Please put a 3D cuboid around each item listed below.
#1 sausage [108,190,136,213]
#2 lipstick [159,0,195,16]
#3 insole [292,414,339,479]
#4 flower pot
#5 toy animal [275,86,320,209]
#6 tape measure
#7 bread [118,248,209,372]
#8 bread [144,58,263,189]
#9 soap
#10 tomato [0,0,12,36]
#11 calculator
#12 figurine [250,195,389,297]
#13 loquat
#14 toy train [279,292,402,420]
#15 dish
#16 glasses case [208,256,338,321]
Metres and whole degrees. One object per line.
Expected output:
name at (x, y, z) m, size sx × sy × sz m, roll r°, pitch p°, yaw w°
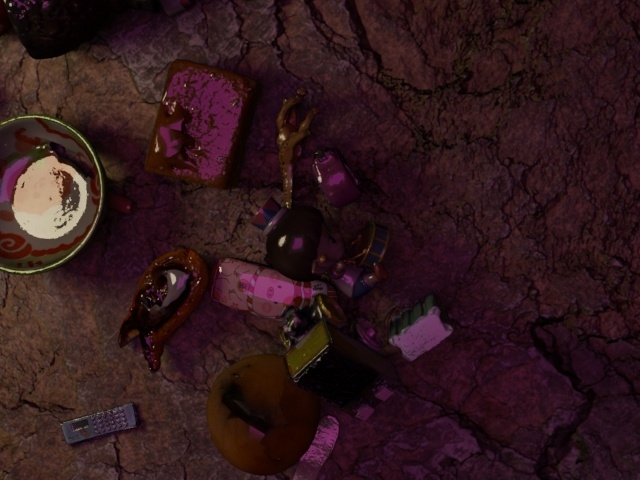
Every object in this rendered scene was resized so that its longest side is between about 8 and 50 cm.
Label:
sausage at (-0.423, -0.080, 1.915) m, size 0.083 × 0.034 × 0.034 m, roll 21°, pitch 96°, yaw 6°
lipstick at (-0.230, -0.512, 1.840) m, size 0.186 × 0.057 × 0.063 m, roll -20°, pitch 93°, yaw 17°
insole at (-0.014, 0.449, 1.918) m, size 0.063 × 0.010 × 0.192 m, roll 23°, pitch 96°, yaw 4°
flower pot at (-0.462, -0.504, 1.788) m, size 0.267 × 0.266 × 0.266 m, roll -13°, pitch 92°, yaw -3°
toy animal at (-0.055, -0.168, 1.838) m, size 0.054 × 0.149 × 0.275 m, roll -5°, pitch 126°, yaw -31°
tape measure at (0.031, -0.128, 1.820) m, size 0.074 × 0.118 × 0.125 m, roll -31°, pitch 94°, yaw 9°
bread at (-0.318, 0.131, 1.893) m, size 0.139 × 0.095 × 0.269 m, roll 39°, pitch 112°, yaw 26°
bread at (-0.235, -0.230, 1.845) m, size 0.184 × 0.110 × 0.234 m, roll 15°, pitch 95°, yaw 5°
soap at (0.191, 0.164, 1.780) m, size 0.114 × 0.198 × 0.063 m, roll -36°, pitch 92°, yaw 8°
tomato at (-0.658, -0.505, 1.842) m, size 0.101 × 0.228 × 0.228 m, roll -8°, pitch 93°, yaw -22°
calculator at (-0.467, 0.391, 1.963) m, size 0.172 × 0.018 × 0.057 m, roll -16°, pitch 91°, yaw 9°
figurine at (-0.004, 0.009, 1.789) m, size 0.275 × 0.161 × 0.158 m, roll 18°, pitch 103°, yaw -16°
loquat at (-0.111, 0.337, 1.813) m, size 0.235 × 0.235 × 0.235 m, roll 0°, pitch 94°, yaw 7°
toy train at (0.033, 0.219, 1.781) m, size 0.261 × 0.177 × 0.134 m, roll 34°, pitch 110°, yaw -33°
dish at (-0.568, -0.087, 1.888) m, size 0.324 × 0.124 × 0.324 m, roll -1°, pitch 85°, yaw 10°
glasses case at (-0.096, 0.106, 1.874) m, size 0.266 × 0.067 × 0.103 m, roll 13°, pitch 98°, yaw 6°
